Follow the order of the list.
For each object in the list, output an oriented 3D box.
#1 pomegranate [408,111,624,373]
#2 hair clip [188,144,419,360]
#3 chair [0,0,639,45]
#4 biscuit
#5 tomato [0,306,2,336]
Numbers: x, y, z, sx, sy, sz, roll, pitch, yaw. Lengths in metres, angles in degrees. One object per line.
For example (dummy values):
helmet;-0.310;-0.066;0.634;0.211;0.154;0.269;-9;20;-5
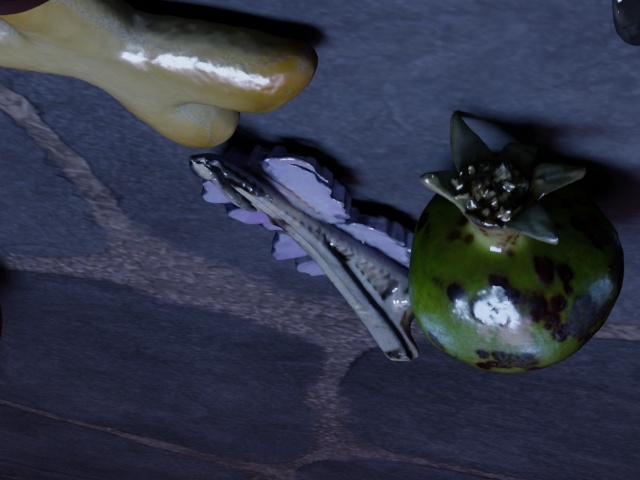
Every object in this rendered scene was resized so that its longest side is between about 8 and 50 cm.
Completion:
pomegranate;0.126;0.003;0.995;0.148;0.148;0.169;9;135;4
hair clip;0.000;0.000;1.122;0.106;0.084;0.292;1;154;39
chair;0.006;-0.169;0.437;0.401;0.226;0.226;6;160;16
biscuit;-0.123;-0.114;0.906;0.208;0.047;0.164;20;157;-24
tomato;-0.422;0.081;1.411;0.260;0.180;0.260;9;158;4
